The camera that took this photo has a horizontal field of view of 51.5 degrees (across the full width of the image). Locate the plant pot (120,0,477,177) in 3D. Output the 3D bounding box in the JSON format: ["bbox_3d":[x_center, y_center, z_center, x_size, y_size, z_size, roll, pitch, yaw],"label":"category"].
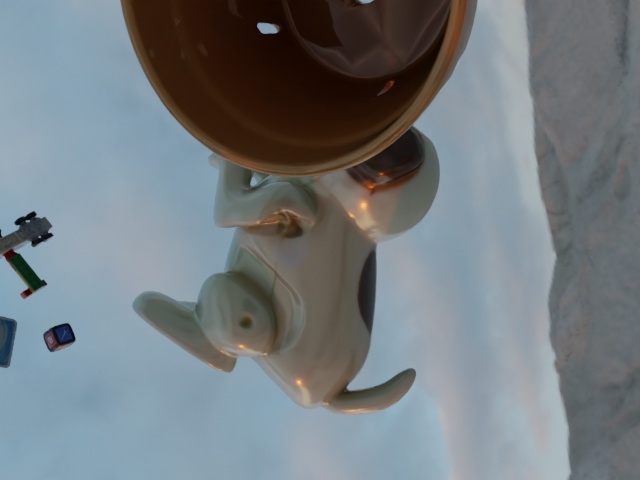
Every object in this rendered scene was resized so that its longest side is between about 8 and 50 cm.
[{"bbox_3d":[0.005,-0.221,0.570,0.203,0.291,0.291,-40,-66,-57],"label":"plant pot"}]

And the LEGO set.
[{"bbox_3d":[-0.350,0.032,0.625,0.244,0.060,0.182,23,-132,-37],"label":"LEGO set"}]

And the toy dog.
[{"bbox_3d":[0.000,0.000,0.914,0.408,0.395,0.284,-60,-26,4],"label":"toy dog"}]
